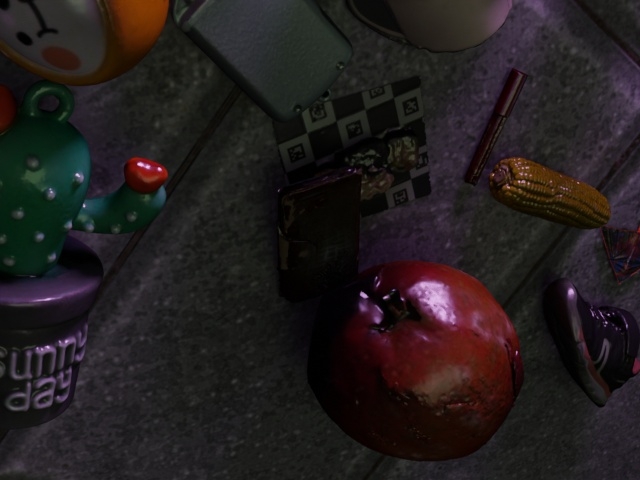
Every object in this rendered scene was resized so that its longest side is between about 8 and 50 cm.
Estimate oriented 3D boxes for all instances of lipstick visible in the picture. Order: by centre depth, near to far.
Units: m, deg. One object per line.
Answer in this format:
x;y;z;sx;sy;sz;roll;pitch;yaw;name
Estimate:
0.247;-0.159;1.200;0.027;0.027;0.176;10;114;-28;lipstick

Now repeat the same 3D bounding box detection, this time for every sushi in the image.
0.059;-0.102;1.132;0.215;0.050;0.192;-19;123;-13;sushi

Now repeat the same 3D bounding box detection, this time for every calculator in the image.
-0.065;-0.247;1.001;0.141;0.045;0.246;-45;125;5;calculator

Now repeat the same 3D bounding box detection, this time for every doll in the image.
-0.273;-0.259;0.835;0.236;0.213;0.213;-2;126;22;doll

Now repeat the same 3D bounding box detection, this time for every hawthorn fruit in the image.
0.123;0.167;1.175;0.316;0.316;0.316;-10;121;-18;hawthorn fruit

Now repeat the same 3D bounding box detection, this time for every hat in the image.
0.136;-0.338;0.974;0.232;0.161;0.275;-36;129;3;hat

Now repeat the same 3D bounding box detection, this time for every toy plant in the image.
-0.325;0.010;0.940;0.279;0.185;0.400;10;114;-4;toy plant

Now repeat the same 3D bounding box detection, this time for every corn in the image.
0.348;-0.067;1.266;0.231;0.080;0.080;14;111;-34;corn

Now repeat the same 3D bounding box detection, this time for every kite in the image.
0.534;0.003;1.423;0.190;0.010;0.159;6;113;-28;kite

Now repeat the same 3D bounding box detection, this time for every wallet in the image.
0.000;0.000;1.134;0.122;0.031;0.232;-19;143;-16;wallet

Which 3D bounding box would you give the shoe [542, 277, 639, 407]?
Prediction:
0.473;0.165;1.421;0.137;0.114;0.291;-33;128;3;shoe
